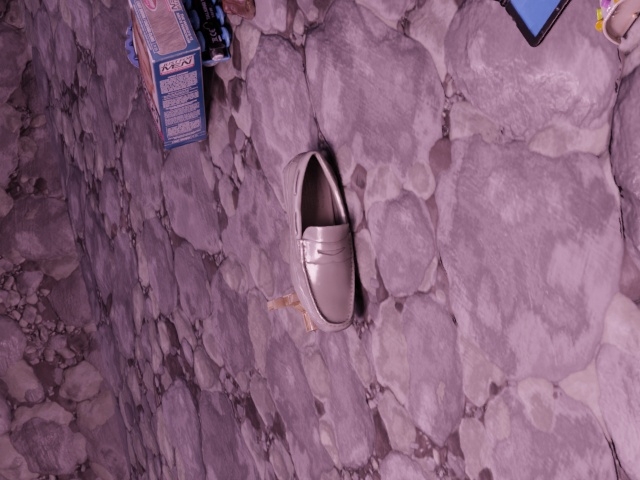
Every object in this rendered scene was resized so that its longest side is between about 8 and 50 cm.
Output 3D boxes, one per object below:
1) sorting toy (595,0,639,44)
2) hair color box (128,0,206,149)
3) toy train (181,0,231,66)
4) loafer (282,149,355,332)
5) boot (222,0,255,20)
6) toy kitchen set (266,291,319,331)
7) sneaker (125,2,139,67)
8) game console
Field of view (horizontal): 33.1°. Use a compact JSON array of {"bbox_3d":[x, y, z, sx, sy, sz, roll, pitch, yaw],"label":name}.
[{"bbox_3d":[0.333,-0.278,1.214,0.083,0.045,0.075,117,154,-50],"label":"sorting toy"},{"bbox_3d":[-0.318,-0.357,2.265,0.347,0.105,0.174,98,151,-64],"label":"hair color box"},{"bbox_3d":[-0.239,-0.443,2.219,0.105,0.080,0.184,130,123,-68],"label":"toy train"},{"bbox_3d":[0.000,0.000,1.867,0.111,0.112,0.319,141,116,-69],"label":"loafer"},{"bbox_3d":[-0.164,-0.485,2.095,0.114,0.037,0.106,33,141,59],"label":"boot"},{"bbox_3d":[-0.044,0.137,2.027,0.068,0.083,0.075,-28,75,63],"label":"toy kitchen set"},{"bbox_3d":[-0.361,-0.518,2.393,0.182,0.127,0.315,31,133,51],"label":"sneaker"},{"bbox_3d":[0.240,-0.326,1.324,0.144,0.124,0.085,120,159,-51],"label":"game console"}]
